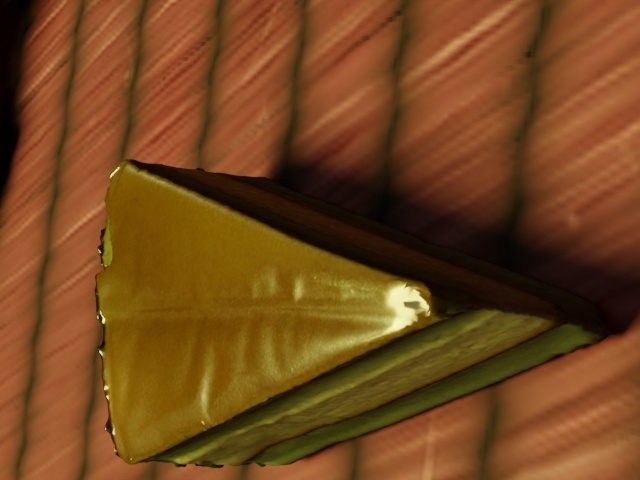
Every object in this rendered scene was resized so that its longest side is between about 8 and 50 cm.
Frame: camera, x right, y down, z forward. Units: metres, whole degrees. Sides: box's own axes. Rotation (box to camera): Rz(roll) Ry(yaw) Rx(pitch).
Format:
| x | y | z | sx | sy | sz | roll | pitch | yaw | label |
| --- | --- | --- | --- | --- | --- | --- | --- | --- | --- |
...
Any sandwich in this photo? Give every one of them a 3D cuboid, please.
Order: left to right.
| x | y | z | sx | sy | sz | roll | pitch | yaw | label |
| --- | --- | --- | --- | --- | --- | --- | --- | --- | --- |
| 0.000 | 0.000 | 0.428 | 0.163 | 0.079 | 0.113 | -30 | 61 | 46 | sandwich |
